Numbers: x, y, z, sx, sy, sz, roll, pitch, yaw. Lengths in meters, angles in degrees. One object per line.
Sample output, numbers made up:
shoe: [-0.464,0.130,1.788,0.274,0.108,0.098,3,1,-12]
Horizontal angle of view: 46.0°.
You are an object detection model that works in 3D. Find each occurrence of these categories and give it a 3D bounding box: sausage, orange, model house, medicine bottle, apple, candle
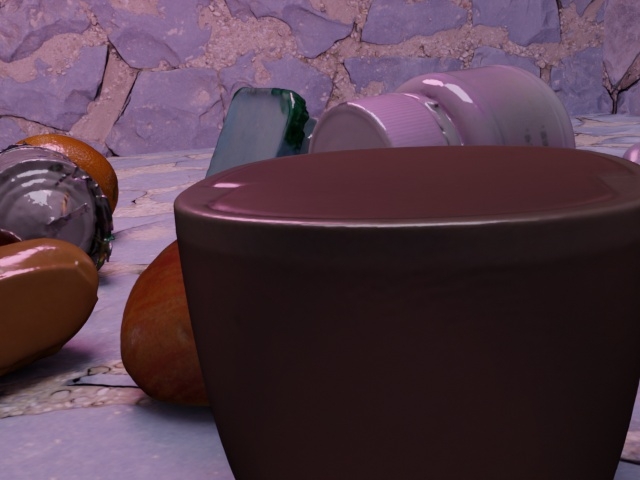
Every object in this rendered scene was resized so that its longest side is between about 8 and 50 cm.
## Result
sausage: [-0.320,0.073,0.713,0.136,0.120,0.241,0,16,43]
orange: [-0.447,-0.086,1.281,0.206,0.206,0.206,-3,13,1]
model house: [-0.037,-0.130,1.382,0.249,0.230,0.280,17,3,-32]
medicine bottle: [0.170,-0.111,1.077,0.325,0.256,0.256,-16,18,-31]
apple: [-0.078,0.063,0.673,0.173,0.160,0.195,-21,-8,42]
candle: [-0.385,-0.033,1.041,0.187,0.187,0.330,-10,15,-25]

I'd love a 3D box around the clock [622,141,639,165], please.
clock: [0.225,0.013,0.776,0.254,0.189,0.189,-6,11,22]

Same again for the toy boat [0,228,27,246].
toy boat: [-0.425,0.045,0.784,0.206,0.096,0.282,-17,-1,4]

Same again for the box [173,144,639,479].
box: [0.062,0.059,0.479,0.301,0.216,0.301,-3,11,1]
